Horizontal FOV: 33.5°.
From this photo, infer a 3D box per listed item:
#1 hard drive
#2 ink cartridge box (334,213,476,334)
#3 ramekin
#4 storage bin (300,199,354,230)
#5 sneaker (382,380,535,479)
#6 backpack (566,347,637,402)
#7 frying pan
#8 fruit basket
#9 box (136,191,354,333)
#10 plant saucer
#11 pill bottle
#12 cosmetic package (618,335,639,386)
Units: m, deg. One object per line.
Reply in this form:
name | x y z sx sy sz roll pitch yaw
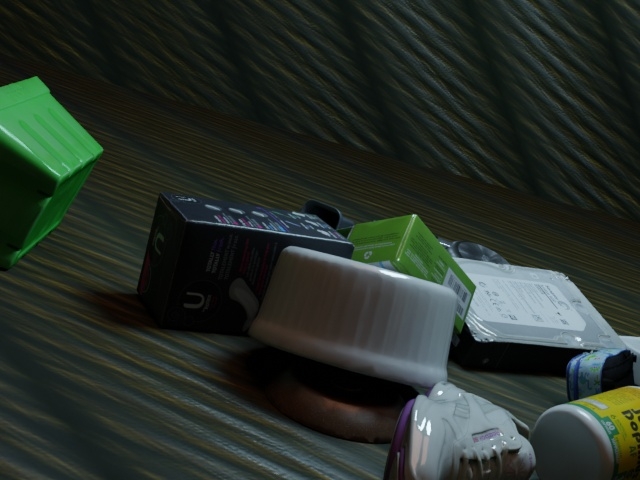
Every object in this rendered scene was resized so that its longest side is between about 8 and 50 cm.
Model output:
hard drive | 0.337 0.126 1.819 0.339 0.064 0.237 9 31 -29
ink cartridge box | 0.087 0.069 1.691 0.255 0.097 0.189 -11 -47 41
ramekin | 0.051 0.100 1.436 0.277 0.135 0.277 15 -3 1
storage bin | 0.000 0.000 1.973 0.098 0.135 0.091 22 4 29
sneaker | 0.163 0.234 1.195 0.152 0.114 0.305 18 13 17
backpack | 0.417 0.216 1.595 0.084 0.105 0.114 -3 0 38
frying pan | 0.284 0.024 2.208 0.326 0.053 0.197 39 28 25
fruit basket | -0.567 -0.133 1.643 0.392 0.283 0.392 32 12 -7
box | -0.113 0.040 1.577 0.270 0.165 0.143 9 15 -28
plant saucer | 0.029 0.198 1.369 0.199 0.036 0.198 15 13 -4
pill bottle | 0.370 0.246 1.323 0.208 0.117 0.118 -5 23 -39
cosmetic package | 0.623 0.219 1.892 0.239 0.060 0.099 7 14 -32
